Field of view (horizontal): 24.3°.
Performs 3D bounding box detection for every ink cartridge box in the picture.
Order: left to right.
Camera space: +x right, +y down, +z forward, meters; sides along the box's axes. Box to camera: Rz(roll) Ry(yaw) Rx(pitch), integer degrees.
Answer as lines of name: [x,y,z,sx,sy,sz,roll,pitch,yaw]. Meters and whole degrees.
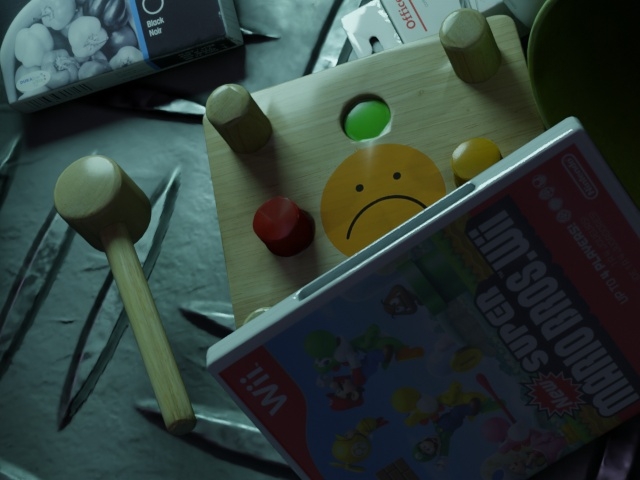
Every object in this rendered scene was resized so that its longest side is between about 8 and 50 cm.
ink cartridge box: [-0.189,-0.237,1.280,0.206,0.045,0.208,-16,79,12]
ink cartridge box: [0.104,-0.197,1.181,0.180,0.060,0.104,-28,62,5]

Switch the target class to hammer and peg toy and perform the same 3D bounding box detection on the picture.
hammer and peg toy: [0.000,0.000,1.092,0.361,0.127,0.266,-17,64,11]

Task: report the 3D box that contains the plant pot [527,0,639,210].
plant pot: [0.333,-0.163,0.994,0.275,0.275,0.293,27,62,27]

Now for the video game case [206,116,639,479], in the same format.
video game case: [0.098,0.075,0.974,0.285,0.204,0.025,-33,23,13]

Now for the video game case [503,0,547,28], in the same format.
video game case: [0.260,-0.282,1.026,0.269,0.244,0.061,-35,79,-16]
